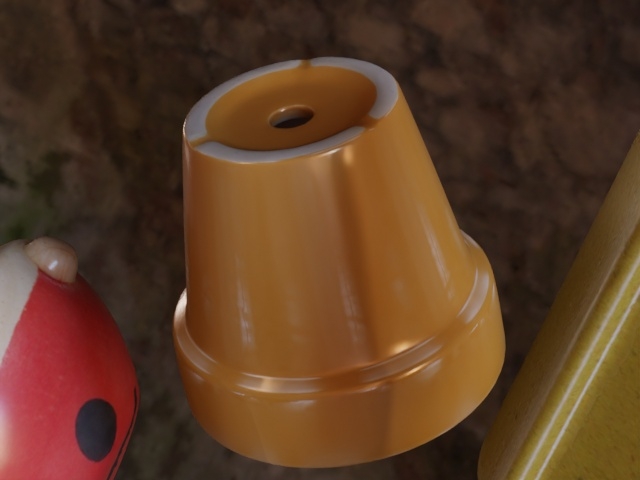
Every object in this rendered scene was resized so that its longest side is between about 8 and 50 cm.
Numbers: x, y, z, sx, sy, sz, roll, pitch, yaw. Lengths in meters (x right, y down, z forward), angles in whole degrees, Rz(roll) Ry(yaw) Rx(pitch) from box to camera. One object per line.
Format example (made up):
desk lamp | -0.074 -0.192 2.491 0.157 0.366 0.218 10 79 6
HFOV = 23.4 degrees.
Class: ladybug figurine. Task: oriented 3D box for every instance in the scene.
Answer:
ladybug figurine | -0.259 0.208 1.164 0.162 0.449 0.305 25 18 1

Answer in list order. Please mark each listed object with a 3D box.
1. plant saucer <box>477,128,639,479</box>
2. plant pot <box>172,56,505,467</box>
plant saucer | 0.210 0.106 0.637 0.081 0.332 0.333 -23 54 -39
plant pot | 0.000 0.000 0.933 0.205 0.205 0.187 26 -42 45
